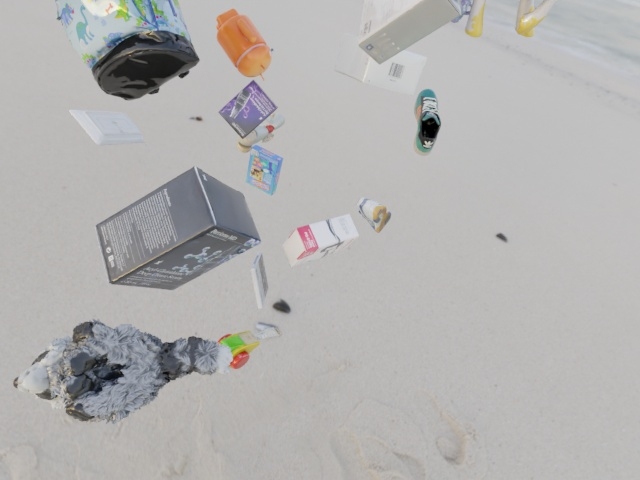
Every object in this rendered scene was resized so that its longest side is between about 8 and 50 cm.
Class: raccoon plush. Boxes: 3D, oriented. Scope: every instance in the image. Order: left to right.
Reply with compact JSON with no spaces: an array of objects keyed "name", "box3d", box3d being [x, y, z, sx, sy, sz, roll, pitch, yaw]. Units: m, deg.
[{"name":"raccoon plush","box3d":[-0.492,0.342,1.020,0.447,0.299,0.215,23,62,-35]}]

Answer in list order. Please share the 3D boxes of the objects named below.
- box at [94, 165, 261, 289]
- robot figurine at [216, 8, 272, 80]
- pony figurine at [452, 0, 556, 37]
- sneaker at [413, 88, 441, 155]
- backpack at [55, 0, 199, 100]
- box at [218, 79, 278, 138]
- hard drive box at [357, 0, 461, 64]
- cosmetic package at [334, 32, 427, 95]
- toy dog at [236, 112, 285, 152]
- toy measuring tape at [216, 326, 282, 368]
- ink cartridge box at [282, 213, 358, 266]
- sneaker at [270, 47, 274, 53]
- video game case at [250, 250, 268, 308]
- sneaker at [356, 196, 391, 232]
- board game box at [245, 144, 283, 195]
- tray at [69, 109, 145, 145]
[{"name":"box","box3d":[-0.449,-0.019,1.313,0.396,0.293,0.211,-28,72,12]},{"name":"robot figurine","box3d":[-0.241,-0.617,1.284,0.219,0.158,0.128,55,37,-3]},{"name":"pony figurine","box3d":[0.404,-0.644,0.874,0.351,0.363,0.302,26,65,8]},{"name":"sneaker","box3d":[0.450,-0.509,1.663,0.108,0.121,0.301,6,75,-4]},{"name":"backpack","box3d":[-0.479,-0.567,0.957,0.291,0.354,0.273,-10,-7,29]},{"name":"box","box3d":[-0.308,-0.561,1.733,0.153,0.207,0.108,47,8,-18]},{"name":"hard drive box","box3d":[0.211,-0.567,0.964,0.089,0.232,0.180,24,66,-36]},{"name":"cosmetic package","box3d":[0.208,-0.627,1.433,0.224,0.138,0.224,2,28,-29]},{"name":"toy dog","box3d":[-0.364,-0.631,2.240,0.161,0.220,0.333,49,40,-5]},{"name":"toy measuring tape","box3d":[-0.264,0.376,1.408,0.121,0.121,0.330,37,16,26]},{"name":"ink cartridge box","box3d":[0.000,0.000,1.523,0.238,0.172,0.100,-16,75,-29]},{"name":"sneaker","box3d":[-0.267,-0.819,1.771,0.135,0.058,0.052,-35,26,-13]},{"name":"video game case","box3d":[-0.258,0.165,1.718,0.022,0.190,0.173,-5,23,5]},{"name":"sneaker","box3d":[0.251,-0.131,1.920,0.131,0.296,0.111,34,84,21]},{"name":"board game box","box3d":[-0.281,-0.347,2.001,0.160,0.210,0.047,28,41,9]},{"name":"tray","box3d":[-0.736,-0.407,1.427,0.145,0.030,0.270,53,17,-7]}]
